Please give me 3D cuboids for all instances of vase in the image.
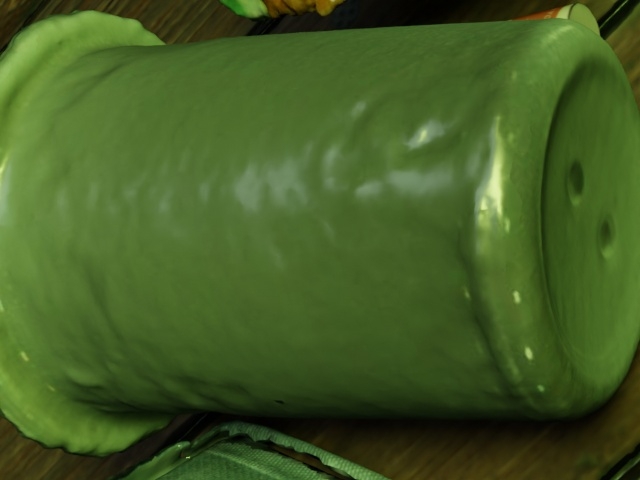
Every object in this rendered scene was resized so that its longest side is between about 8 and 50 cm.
[{"bbox_3d":[0.000,0.000,0.667,0.291,0.245,0.245,1,72,30],"label":"vase"}]

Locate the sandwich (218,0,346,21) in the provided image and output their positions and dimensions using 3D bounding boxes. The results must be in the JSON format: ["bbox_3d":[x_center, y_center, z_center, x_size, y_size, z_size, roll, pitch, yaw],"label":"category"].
[{"bbox_3d":[0.043,-0.217,0.667,0.292,0.109,0.212,-26,37,19],"label":"sandwich"}]

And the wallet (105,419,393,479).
[{"bbox_3d":[-0.089,0.206,0.608,0.237,0.342,0.075,19,125,39],"label":"wallet"}]

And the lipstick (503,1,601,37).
[{"bbox_3d":[0.087,-0.097,0.747,0.130,0.038,0.038,-10,65,36],"label":"lipstick"}]
